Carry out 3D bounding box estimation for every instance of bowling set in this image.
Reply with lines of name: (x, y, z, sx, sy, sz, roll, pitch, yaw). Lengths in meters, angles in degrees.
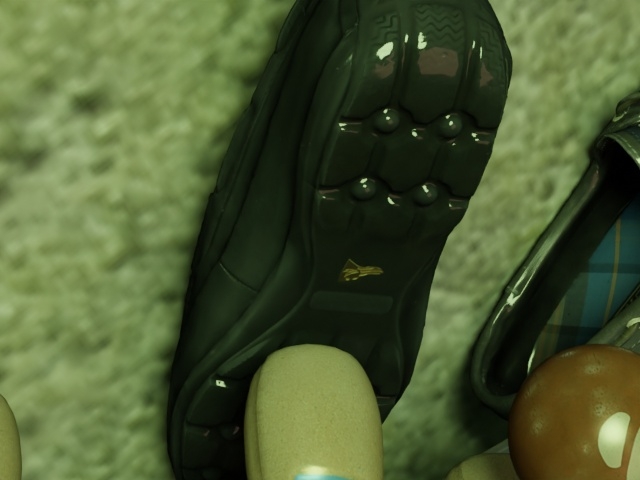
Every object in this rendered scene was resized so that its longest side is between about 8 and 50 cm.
bowling set: (0.016, 0.121, 0.486, 0.287, 0.154, 0.200, 28, 134, -35)

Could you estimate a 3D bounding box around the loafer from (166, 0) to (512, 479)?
loafer: (0.000, 0.000, 0.533, 0.076, 0.078, 0.223, 8, 131, -18)

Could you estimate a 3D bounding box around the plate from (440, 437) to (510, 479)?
plate: (0.100, 0.119, 0.672, 0.188, 0.024, 0.188, -19, 148, -12)

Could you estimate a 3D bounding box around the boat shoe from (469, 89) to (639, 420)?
boat shoe: (0.131, -0.021, 0.622, 0.076, 0.080, 0.228, 18, 113, -44)
